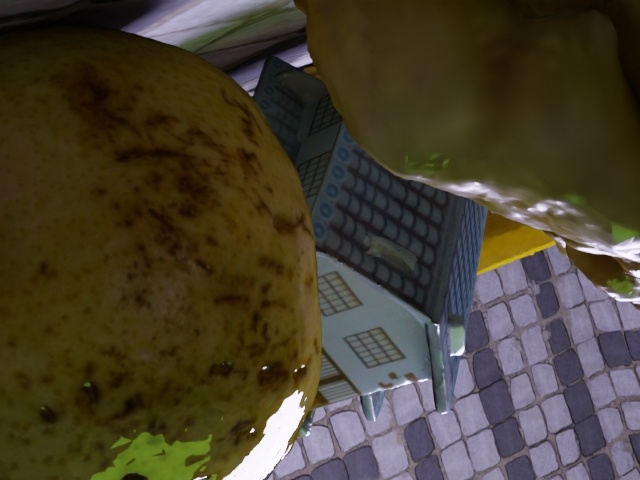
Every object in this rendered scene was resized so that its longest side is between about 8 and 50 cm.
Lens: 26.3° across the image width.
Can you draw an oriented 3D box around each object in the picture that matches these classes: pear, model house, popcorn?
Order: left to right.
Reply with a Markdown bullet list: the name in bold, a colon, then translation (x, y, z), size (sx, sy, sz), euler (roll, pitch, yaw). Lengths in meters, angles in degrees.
- **pear**: translation (-0.131, 0.028, 0.621), size (0.271, 0.271, 0.271), euler (-18, -179, 0)
- **model house**: translation (0.000, 0.000, 0.907), size (0.215, 0.198, 0.224), euler (-21, -147, 31)
- **popcorn**: translation (0.147, -0.070, 0.446), size (0.332, 0.225, 0.265), euler (-4, 178, -33)

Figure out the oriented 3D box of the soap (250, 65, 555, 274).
- **soap**: translation (0.100, -0.069, 1.179), size (0.324, 0.204, 0.096), euler (-17, -169, -36)
